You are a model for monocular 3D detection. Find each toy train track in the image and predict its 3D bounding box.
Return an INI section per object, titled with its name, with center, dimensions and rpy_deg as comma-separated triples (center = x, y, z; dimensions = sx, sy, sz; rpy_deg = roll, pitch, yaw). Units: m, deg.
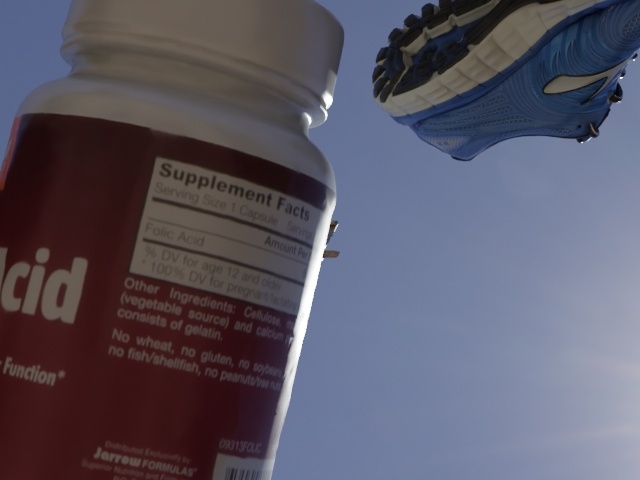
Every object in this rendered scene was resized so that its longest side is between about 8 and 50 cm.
[toy train track]
center = 0.000, 0.000, 1.276
dimensions = 0.048, 0.083, 0.014
rpy_deg = -1, -58, 22

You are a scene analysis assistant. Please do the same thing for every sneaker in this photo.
[sneaker]
center = 0.209, -0.171, 1.029
dimensions = 0.330, 0.130, 0.147
rpy_deg = -27, -49, 26

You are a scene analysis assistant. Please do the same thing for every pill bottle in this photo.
[pill bottle]
center = -0.116, 0.024, 0.852
dimensions = 0.224, 0.224, 0.392
rpy_deg = 9, -98, 27
